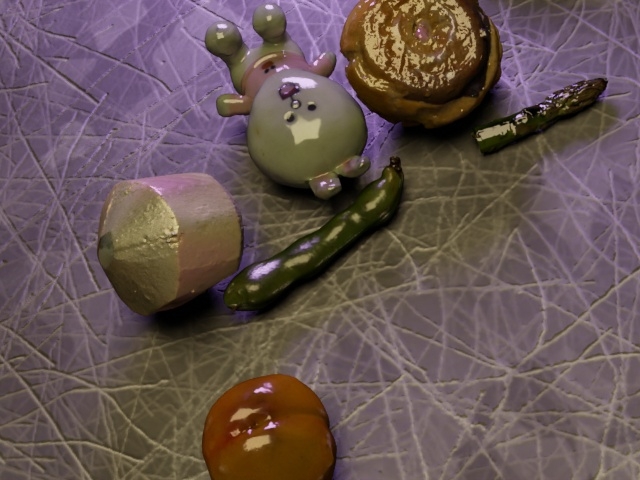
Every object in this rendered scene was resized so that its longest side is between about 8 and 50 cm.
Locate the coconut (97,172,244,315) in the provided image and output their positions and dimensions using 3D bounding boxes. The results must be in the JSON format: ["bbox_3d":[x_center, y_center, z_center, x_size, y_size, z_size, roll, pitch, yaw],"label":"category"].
[{"bbox_3d":[-0.170,0.001,1.407,0.147,0.147,0.153,36,32,30],"label":"coconut"}]

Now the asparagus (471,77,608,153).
[{"bbox_3d":[0.248,-0.144,1.473,0.165,0.030,0.036,-26,46,-2],"label":"asparagus"}]

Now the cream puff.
[{"bbox_3d":[0.115,-0.212,1.488,0.189,0.129,0.189,0,81,-3],"label":"cream puff"}]

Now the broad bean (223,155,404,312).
[{"bbox_3d":[0.000,0.001,1.439,0.256,0.052,0.052,-38,20,-10],"label":"broad bean"}]

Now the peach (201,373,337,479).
[{"bbox_3d":[-0.052,0.201,1.284,0.138,0.138,0.138,-7,58,11],"label":"peach"}]

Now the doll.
[{"bbox_3d":[-0.028,-0.150,1.510,0.155,0.113,0.275,-29,64,-7],"label":"doll"}]
